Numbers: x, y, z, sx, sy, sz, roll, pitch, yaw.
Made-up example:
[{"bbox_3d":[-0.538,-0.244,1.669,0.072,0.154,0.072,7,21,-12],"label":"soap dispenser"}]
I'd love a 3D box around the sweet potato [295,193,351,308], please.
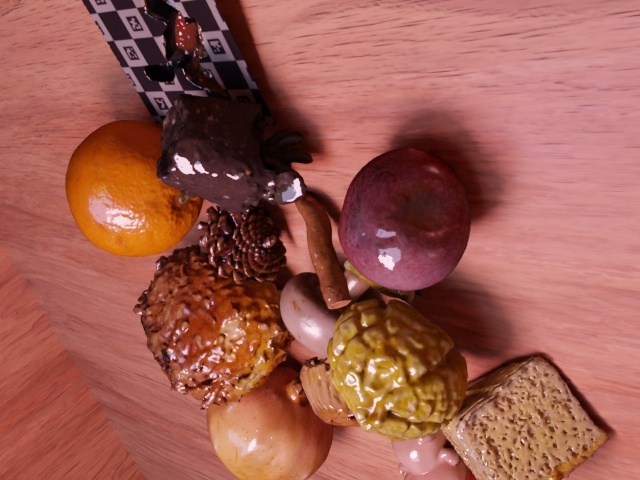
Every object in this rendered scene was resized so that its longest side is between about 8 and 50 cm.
[{"bbox_3d":[0.000,0.000,1.428,0.067,0.059,0.281,110,146,-66],"label":"sweet potato"}]

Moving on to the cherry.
[{"bbox_3d":[0.138,-0.030,1.203,0.239,0.206,0.240,171,90,-82],"label":"cherry"}]

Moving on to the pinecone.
[{"bbox_3d":[-0.178,-0.006,1.581,0.212,0.168,0.186,38,145,58],"label":"pinecone"}]

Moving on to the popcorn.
[{"bbox_3d":[0.143,0.233,1.325,0.270,0.224,0.258,29,-164,-35],"label":"popcorn"}]

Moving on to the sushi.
[{"bbox_3d":[-0.274,-0.384,1.414,0.359,0.064,0.343,7,138,37],"label":"sushi"}]

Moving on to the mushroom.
[{"bbox_3d":[0.029,0.129,1.499,0.207,0.207,0.215,43,110,9],"label":"mushroom"}]

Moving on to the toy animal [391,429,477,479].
[{"bbox_3d":[0.250,0.505,1.602,0.198,0.171,0.171,60,144,1],"label":"toy animal"}]

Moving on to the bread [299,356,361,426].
[{"bbox_3d":[0.084,0.328,1.559,0.274,0.149,0.274,8,162,3],"label":"bread"}]

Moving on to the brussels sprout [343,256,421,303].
[{"bbox_3d":[0.119,0.051,1.361,0.181,0.139,0.101,37,105,51],"label":"brussels sprout"}]

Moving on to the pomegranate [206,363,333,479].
[{"bbox_3d":[-0.120,0.463,1.850,0.338,0.338,0.338,28,139,27],"label":"pomegranate"}]

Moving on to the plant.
[{"bbox_3d":[-0.163,-0.164,1.365,0.276,0.189,0.199,17,154,-23],"label":"plant"}]

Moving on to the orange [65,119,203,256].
[{"bbox_3d":[-0.413,-0.114,1.609,0.312,0.312,0.312,28,139,27],"label":"orange"}]

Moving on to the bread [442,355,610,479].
[{"bbox_3d":[0.380,0.364,1.426,0.248,0.279,0.315,51,-173,-2],"label":"bread"}]

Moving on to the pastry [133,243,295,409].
[{"bbox_3d":[-0.258,0.214,1.721,0.405,0.337,0.292,25,177,26],"label":"pastry"}]
